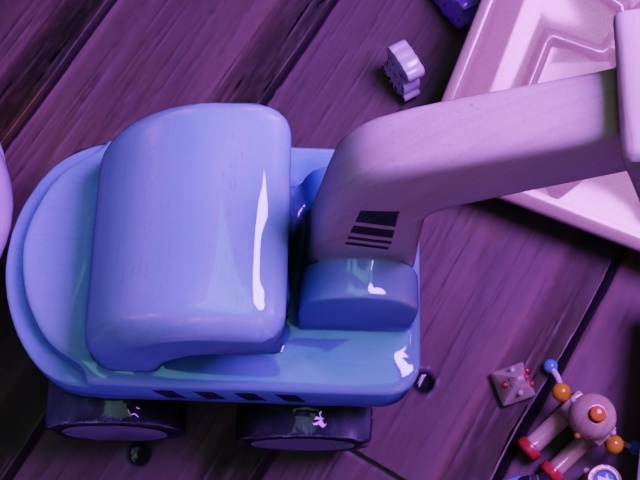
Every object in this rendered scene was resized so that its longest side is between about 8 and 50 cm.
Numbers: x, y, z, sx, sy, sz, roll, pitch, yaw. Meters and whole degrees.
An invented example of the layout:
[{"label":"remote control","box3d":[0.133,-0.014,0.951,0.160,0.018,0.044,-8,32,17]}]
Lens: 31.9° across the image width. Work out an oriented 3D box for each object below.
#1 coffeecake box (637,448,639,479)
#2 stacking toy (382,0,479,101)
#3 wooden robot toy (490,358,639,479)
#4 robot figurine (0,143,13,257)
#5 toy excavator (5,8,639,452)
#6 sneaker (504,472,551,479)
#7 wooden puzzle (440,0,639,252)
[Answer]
[{"label":"coffeecake box","box3d":[0.322,0.131,0.855,0.142,0.068,0.185,19,70,-23]},{"label":"stacking toy","box3d":[0.099,-0.246,1.007,0.167,0.052,0.221,-26,73,-12]},{"label":"wooden robot toy","box3d":[0.205,0.152,0.864,0.076,0.079,0.173,-43,78,-14]},{"label":"robot figurine","box3d":[-0.336,-0.068,0.805,0.200,0.299,0.353,-5,40,-24]},{"label":"toy excavator","box3d":[0.000,0.000,0.712,0.433,0.445,0.222,2,73,-1]},{"label":"sneaker","box3d":[0.195,0.258,0.836,0.078,0.067,0.188,-30,73,-5]},{"label":"wooden puzzle","box3d":[0.299,-0.148,0.933,0.348,0.080,0.322,22,91,1]}]
